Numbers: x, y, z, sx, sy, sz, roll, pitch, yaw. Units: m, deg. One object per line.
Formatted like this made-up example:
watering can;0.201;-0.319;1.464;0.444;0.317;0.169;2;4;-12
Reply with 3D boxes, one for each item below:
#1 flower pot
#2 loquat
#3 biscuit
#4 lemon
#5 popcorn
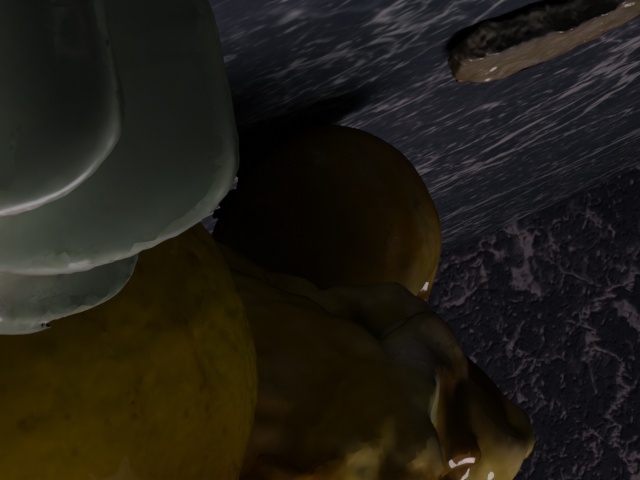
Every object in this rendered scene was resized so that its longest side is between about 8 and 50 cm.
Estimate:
flower pot;-0.226;-0.019;0.505;0.367;0.165;0.254;-24;165;27
loquat;-0.001;0.004;1.436;0.213;0.213;0.213;-25;174;-3
biscuit;0.199;-0.178;1.459;0.250;0.032;0.133;-23;173;-23
lemon;-0.175;0.079;0.937;0.297;0.297;0.297;-25;174;-3
popcorn;-0.051;0.186;1.234;0.344;0.390;0.354;-80;-172;-47
